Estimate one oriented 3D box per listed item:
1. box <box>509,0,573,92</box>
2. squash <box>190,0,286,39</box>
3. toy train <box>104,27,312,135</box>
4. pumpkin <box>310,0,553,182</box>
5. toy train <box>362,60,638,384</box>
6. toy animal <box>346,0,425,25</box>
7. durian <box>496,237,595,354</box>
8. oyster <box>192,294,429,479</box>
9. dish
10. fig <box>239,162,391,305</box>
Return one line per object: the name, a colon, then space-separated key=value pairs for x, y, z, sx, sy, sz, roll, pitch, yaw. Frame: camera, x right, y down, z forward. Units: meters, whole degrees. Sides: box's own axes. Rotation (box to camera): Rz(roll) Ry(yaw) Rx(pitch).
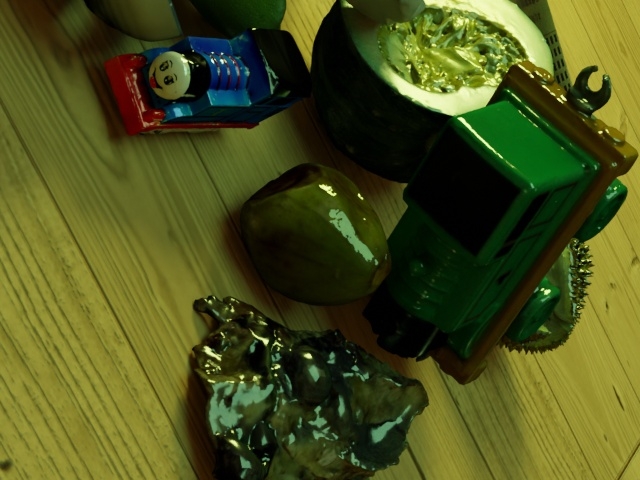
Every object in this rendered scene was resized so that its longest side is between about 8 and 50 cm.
box: x=0.322 y=-0.254 z=2.375 sx=0.180 sy=0.047 sz=0.325 roll=-30 pitch=104 yaw=-59
squash: x=-0.100 y=-0.283 z=1.665 sx=0.379 sy=0.101 sz=0.101 roll=49 pitch=25 yaw=-74
toy train: x=-0.115 y=-0.161 z=1.612 sx=0.204 sy=0.131 sz=0.083 roll=-8 pitch=78 yaw=-58
pumpkin: x=0.113 y=-0.189 z=1.911 sx=0.293 sy=0.197 sz=0.263 roll=-10 pitch=59 yaw=-38
toy train: x=0.175 y=-0.009 z=1.718 sx=0.178 sy=0.429 sz=0.249 roll=43 pitch=32 yaw=20
toy animal: x=0.086 y=-0.351 z=1.766 sx=0.178 sy=0.127 sz=0.193 roll=34 pitch=77 yaw=-17
durian: x=0.250 y=0.035 z=2.016 sx=0.193 sy=0.138 sz=0.237 roll=21 pitch=65 yaw=0
oyster: x=0.007 y=0.182 z=1.617 sx=0.361 sy=0.096 sz=0.221 roll=23 pitch=58 yaw=-46
dish: x=-0.237 y=-0.308 z=1.528 sx=0.273 sy=0.133 sz=0.273 roll=161 pitch=-90 yaw=-89
fig: x=0.000 y=0.000 z=1.671 sx=0.144 sy=0.154 sz=0.165 roll=-41 pitch=67 yaw=-20
